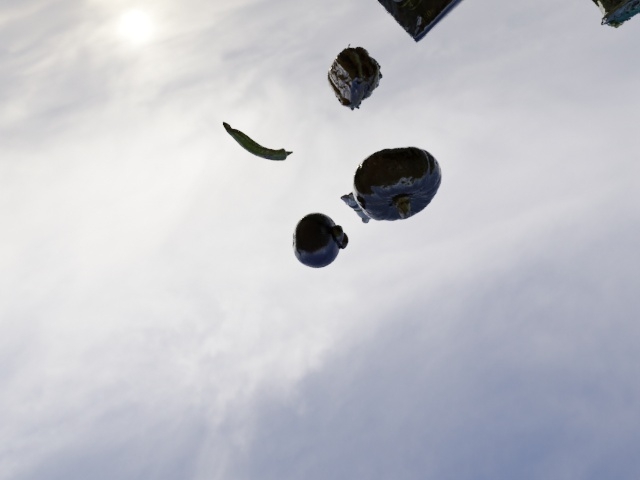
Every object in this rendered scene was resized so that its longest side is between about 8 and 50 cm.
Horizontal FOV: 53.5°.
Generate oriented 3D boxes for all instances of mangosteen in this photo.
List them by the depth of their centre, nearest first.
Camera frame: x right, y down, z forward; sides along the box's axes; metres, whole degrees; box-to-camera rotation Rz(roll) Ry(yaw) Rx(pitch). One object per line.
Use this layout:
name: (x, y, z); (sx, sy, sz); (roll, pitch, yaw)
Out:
mangosteen: (0.000, 0.000, 1.634); (0.153, 0.152, 0.152); (-13, -142, 10)

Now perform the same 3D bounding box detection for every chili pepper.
chili pepper: (-0.178, -0.258, 1.729); (0.208, 0.048, 0.043); (21, -142, -10)

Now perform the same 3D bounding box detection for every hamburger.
hamburger: (0.100, -0.561, 2.180); (0.130, 0.206, 0.183); (-19, -108, -38)

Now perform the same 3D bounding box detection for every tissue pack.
tissue pack: (0.282, -0.647, 1.455); (0.370, 0.198, 0.210); (-45, -162, 18)

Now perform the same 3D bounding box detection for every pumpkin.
pumpkin: (0.182, -0.124, 1.539); (0.219, 0.219, 0.162); (-17, -117, 6)

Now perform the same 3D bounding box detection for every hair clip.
hair clip: (0.806, -0.631, 1.683); (0.138, 0.091, 0.321); (-32, -161, 33)

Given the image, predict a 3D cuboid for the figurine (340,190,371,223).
figurine: (0.107, -0.121, 1.787); (0.081, 0.146, 0.098); (-13, -122, 27)
